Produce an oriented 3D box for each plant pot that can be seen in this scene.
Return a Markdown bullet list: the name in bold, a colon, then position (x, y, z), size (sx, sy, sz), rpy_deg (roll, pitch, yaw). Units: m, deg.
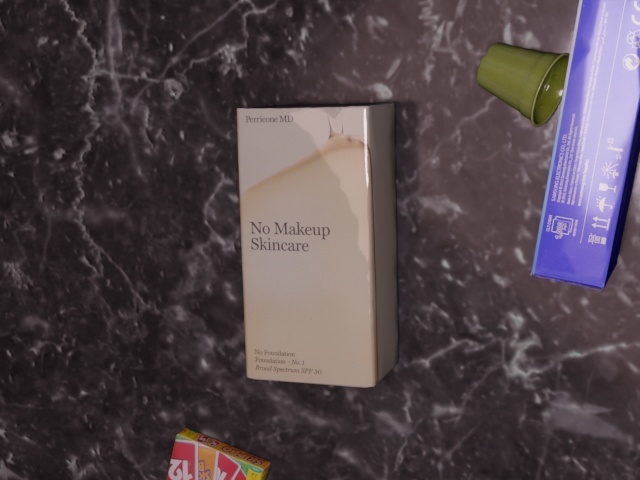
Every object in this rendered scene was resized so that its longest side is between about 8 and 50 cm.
- **plant pot**: position (0.212, -0.174, 1.129), size (0.079, 0.083, 0.083), rpy_deg (28, 107, 25)

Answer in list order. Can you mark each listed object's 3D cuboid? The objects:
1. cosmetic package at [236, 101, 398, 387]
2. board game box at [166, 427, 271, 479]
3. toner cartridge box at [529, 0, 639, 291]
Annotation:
- **cosmetic package**: position (0.000, 0.000, 1.208), size (0.160, 0.113, 0.309), rpy_deg (0, 100, 19)
- **board game box**: position (-0.153, 0.381, 1.365), size (0.124, 0.039, 0.259), rpy_deg (19, 107, 16)
- **toner cartridge box**: position (0.285, -0.137, 1.058), size (0.075, 0.165, 0.348), rpy_deg (11, 102, 17)
